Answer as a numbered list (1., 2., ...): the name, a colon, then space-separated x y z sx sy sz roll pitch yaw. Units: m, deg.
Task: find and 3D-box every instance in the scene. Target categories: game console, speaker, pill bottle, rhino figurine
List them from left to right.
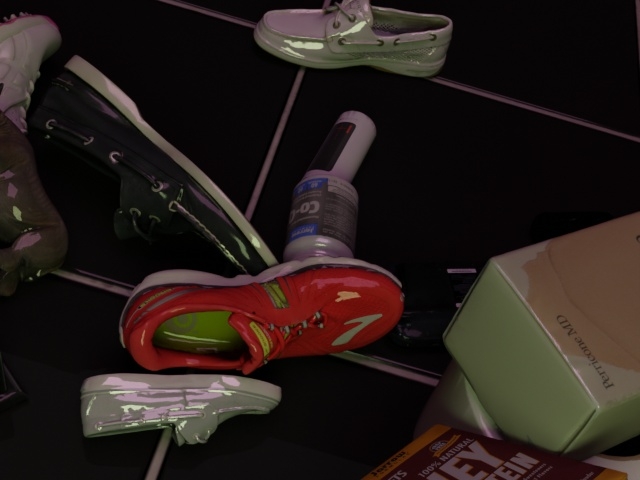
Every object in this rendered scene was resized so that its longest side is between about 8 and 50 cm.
1. rhino figurine: -0.330 -0.066 0.867 0.106 0.073 0.243 -23 92 -42
2. pill bottle: 0.000 0.000 0.951 0.078 0.078 0.137 11 48 -5
3. speaker: 0.023 -0.099 1.056 0.055 0.055 0.136 24 49 6
4. game console: 0.236 0.057 0.989 0.362 0.044 0.213 0 49 -15

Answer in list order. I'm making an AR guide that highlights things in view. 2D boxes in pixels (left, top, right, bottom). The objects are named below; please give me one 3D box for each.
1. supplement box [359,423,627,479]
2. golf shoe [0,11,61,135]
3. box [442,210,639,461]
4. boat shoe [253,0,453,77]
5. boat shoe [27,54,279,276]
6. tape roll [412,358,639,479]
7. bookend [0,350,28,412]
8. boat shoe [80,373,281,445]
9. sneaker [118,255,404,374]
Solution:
1. supplement box: 0.132 0.264 0.635 0.129 0.191 0.194 -28 106 -32
2. golf shoe: -0.379 -0.151 0.981 0.140 0.115 0.306 47 43 -13
3. box: 0.276 0.063 0.715 0.311 0.121 0.148 -16 57 -26
4. boat shoe: 0.048 -0.298 1.201 0.277 0.096 0.098 2 51 -12
5. boat shoe: -0.188 -0.054 0.930 0.340 0.127 0.113 44 81 9
6. tape roll: 0.223 0.179 0.798 0.246 0.169 0.246 7 50 -9
7. bookend: -0.338 0.105 0.724 0.157 0.156 0.072 -26 61 -32
8. boat shoe: -0.127 0.158 0.800 0.184 0.066 0.063 5 69 -18
9. sneaker: -0.050 0.086 0.829 0.279 0.107 0.118 -6 20 -7
